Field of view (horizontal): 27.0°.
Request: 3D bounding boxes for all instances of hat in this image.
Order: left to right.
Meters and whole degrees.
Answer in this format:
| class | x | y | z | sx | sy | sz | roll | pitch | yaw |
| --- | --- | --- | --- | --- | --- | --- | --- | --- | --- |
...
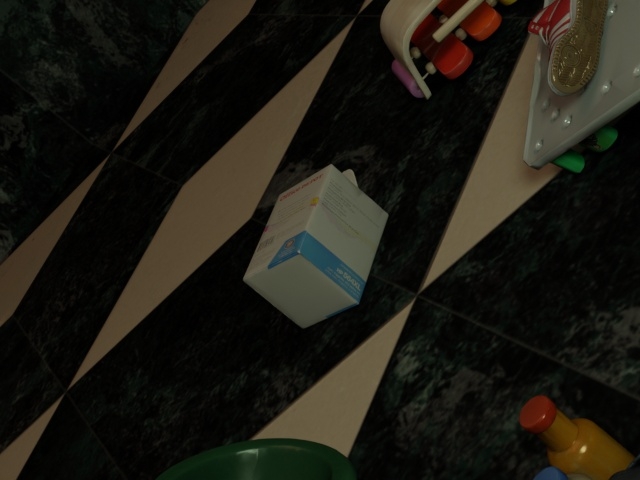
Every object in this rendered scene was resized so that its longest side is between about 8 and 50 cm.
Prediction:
| class | x | y | z | sx | sy | sz | roll | pitch | yaw |
| --- | --- | --- | --- | --- | --- | --- | --- | --- | --- |
| hat | -0.061 | 0.292 | 1.133 | 0.208 | 0.184 | 0.173 | -14 | 18 | -20 |

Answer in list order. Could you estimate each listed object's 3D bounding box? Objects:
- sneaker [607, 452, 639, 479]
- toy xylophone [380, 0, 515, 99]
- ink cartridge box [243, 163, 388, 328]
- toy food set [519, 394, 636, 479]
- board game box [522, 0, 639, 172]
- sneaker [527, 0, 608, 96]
| class | x | y | z | sx | sy | sz | roll | pitch | yaw |
| --- | --- | --- | --- | --- | --- | --- | --- | --- | --- |
| sneaker | 0.215 | 0.150 | 0.705 | 0.126 | 0.127 | 0.321 | -27 | 30 | 46 |
| toy xylophone | 0.189 | -0.295 | 1.491 | 0.322 | 0.081 | 0.236 | -43 | 23 | 17 |
| ink cartridge box | 0.000 | 0.000 | 1.377 | 0.092 | 0.090 | 0.143 | -27 | 31 | 44 |
| toy food set | 0.122 | 0.216 | 0.795 | 0.232 | 0.104 | 0.111 | -54 | 23 | -8 |
| board game box | 0.318 | -0.287 | 1.100 | 0.390 | 0.050 | 0.390 | -38 | 35 | 56 |
| sneaker | 0.203 | -0.163 | 1.128 | 0.067 | 0.042 | 0.118 | -28 | 35 | 57 |
